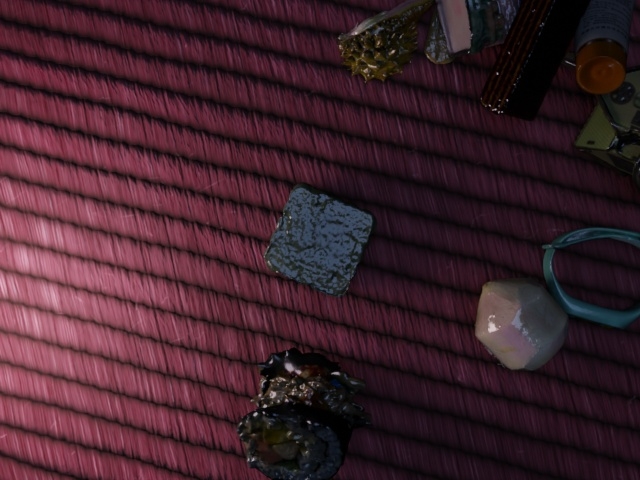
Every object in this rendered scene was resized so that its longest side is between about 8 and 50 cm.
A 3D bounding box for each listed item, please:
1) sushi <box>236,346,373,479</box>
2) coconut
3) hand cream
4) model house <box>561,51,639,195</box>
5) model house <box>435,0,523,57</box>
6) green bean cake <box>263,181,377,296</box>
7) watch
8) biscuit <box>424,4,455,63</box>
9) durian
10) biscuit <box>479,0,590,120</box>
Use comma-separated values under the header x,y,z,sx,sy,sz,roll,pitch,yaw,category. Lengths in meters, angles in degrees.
x,y,z,sx,sy,sz,roll,pitch,yaw,category
-0.034,0.332,1.645,0.238,0.219,0.225,21,133,-10,sushi
0.371,0.152,1.631,0.171,0.171,0.183,-45,87,2,coconut
0.521,-0.407,1.598,0.139,0.089,0.314,16,53,5,hand cream
0.550,-0.235,1.636,0.278,0.205,0.218,30,90,32,model house
0.347,-0.484,1.602,0.237,0.202,0.237,-15,94,-6,model house
0.000,0.000,1.681,0.183,0.094,0.185,23,91,2,green bean cake
0.543,0.067,1.666,0.237,0.068,0.195,15,90,2,watch
0.253,-0.422,1.706,0.071,0.018,0.147,15,92,-1,biscuit
0.141,-0.409,1.682,0.224,0.078,0.140,-42,88,3,durian
0.411,-0.399,1.544,0.073,0.107,0.388,40,116,41,biscuit
